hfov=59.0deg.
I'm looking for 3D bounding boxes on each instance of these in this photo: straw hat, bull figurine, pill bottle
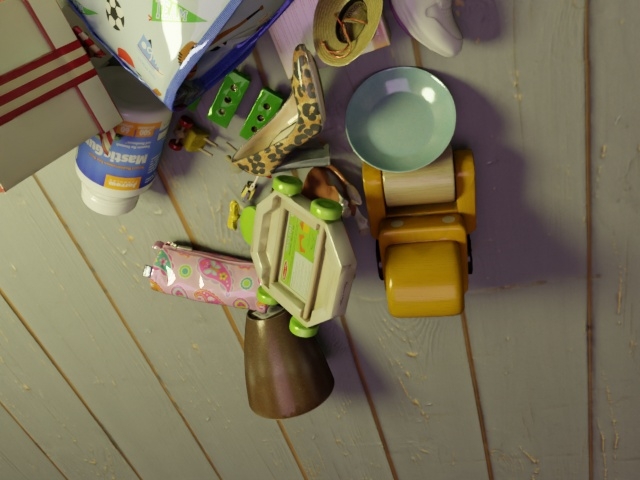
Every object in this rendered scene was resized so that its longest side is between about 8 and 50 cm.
[{"bbox_3d":[0.056,-0.336,0.878,0.061,0.144,0.144,3,141,-48],"label":"straw hat"},{"bbox_3d":[0.000,0.000,1.151,0.101,0.188,0.310,-11,125,-32],"label":"bull figurine"},{"bbox_3d":[-0.382,-0.178,1.080,0.152,0.152,0.272,23,130,-8],"label":"pill bottle"}]

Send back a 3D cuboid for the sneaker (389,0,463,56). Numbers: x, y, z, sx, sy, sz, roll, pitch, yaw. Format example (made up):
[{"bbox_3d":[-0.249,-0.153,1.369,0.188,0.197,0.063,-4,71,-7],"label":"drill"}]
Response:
[{"bbox_3d":[0.160,-0.421,0.849,0.152,0.114,0.305,-20,121,30],"label":"sneaker"}]

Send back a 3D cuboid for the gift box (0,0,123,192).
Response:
[{"bbox_3d":[-0.487,-0.215,0.879,0.255,0.258,0.276,8,133,35],"label":"gift box"}]

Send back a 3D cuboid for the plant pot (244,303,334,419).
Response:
[{"bbox_3d":[-0.095,0.262,1.340,0.216,0.215,0.230,-8,111,14],"label":"plant pot"}]

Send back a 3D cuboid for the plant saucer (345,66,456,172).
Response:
[{"bbox_3d":[0.143,-0.212,1.010,0.195,0.037,0.194,-1,82,11],"label":"plant saucer"}]

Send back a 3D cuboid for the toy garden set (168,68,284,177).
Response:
[{"bbox_3d":[-0.162,-0.222,1.089,0.244,0.049,0.203,27,123,-12],"label":"toy garden set"}]

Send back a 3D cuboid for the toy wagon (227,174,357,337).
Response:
[{"bbox_3d":[-0.066,0.010,1.098,0.068,0.344,0.267,-10,123,-38],"label":"toy wagon"}]

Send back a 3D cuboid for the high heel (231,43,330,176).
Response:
[{"bbox_3d":[-0.084,-0.213,0.979,0.186,0.093,0.261,-5,140,2],"label":"high heel"}]

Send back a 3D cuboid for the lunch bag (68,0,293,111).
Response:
[{"bbox_3d":[-0.198,-0.426,0.800,0.328,0.239,0.385,47,113,-3],"label":"lunch bag"}]

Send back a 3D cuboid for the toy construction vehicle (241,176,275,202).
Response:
[{"bbox_3d":[-0.120,-0.093,1.179,0.086,0.035,0.098,30,124,-13],"label":"toy construction vehicle"}]

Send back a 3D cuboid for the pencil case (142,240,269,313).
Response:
[{"bbox_3d":[-0.240,0.081,1.270,0.284,0.124,0.124,13,126,1],"label":"pencil case"}]

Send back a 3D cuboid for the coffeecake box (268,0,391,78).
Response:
[{"bbox_3d":[0.009,-0.372,0.942,0.186,0.068,0.142,-13,122,17],"label":"coffeecake box"}]

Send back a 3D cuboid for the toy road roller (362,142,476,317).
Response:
[{"bbox_3d":[0.195,-0.002,1.071,0.203,0.240,0.329,-5,124,11],"label":"toy road roller"}]

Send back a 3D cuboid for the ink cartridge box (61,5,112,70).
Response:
[{"bbox_3d":[-0.475,-0.323,1.035,0.198,0.067,0.115,-37,114,15],"label":"ink cartridge box"}]
